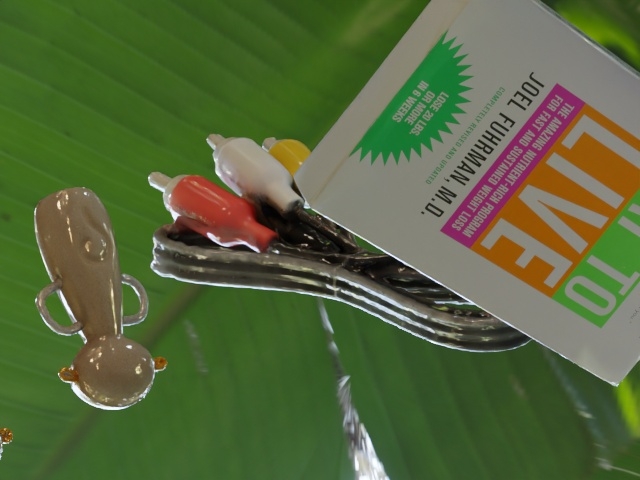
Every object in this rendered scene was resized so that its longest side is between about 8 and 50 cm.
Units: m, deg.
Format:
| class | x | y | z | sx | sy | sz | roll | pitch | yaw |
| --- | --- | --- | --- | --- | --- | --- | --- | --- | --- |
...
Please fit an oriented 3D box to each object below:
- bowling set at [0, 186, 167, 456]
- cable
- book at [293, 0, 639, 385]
| class | x | y | z | sx | sy | sz | roll | pitch | yaw |
| --- | --- | --- | --- | --- | --- | --- | --- | --- | --- |
| bowling set | -0.242 | 0.079 | 0.911 | 0.287 | 0.200 | 0.154 | -6 | -109 | -40 |
| cable | 0.000 | 0.000 | 1.018 | 0.139 | 0.287 | 0.072 | -22 | -61 | -33 |
| book | 0.076 | -0.022 | 0.575 | 0.144 | 0.035 | 0.096 | 29 | -71 | -29 |
